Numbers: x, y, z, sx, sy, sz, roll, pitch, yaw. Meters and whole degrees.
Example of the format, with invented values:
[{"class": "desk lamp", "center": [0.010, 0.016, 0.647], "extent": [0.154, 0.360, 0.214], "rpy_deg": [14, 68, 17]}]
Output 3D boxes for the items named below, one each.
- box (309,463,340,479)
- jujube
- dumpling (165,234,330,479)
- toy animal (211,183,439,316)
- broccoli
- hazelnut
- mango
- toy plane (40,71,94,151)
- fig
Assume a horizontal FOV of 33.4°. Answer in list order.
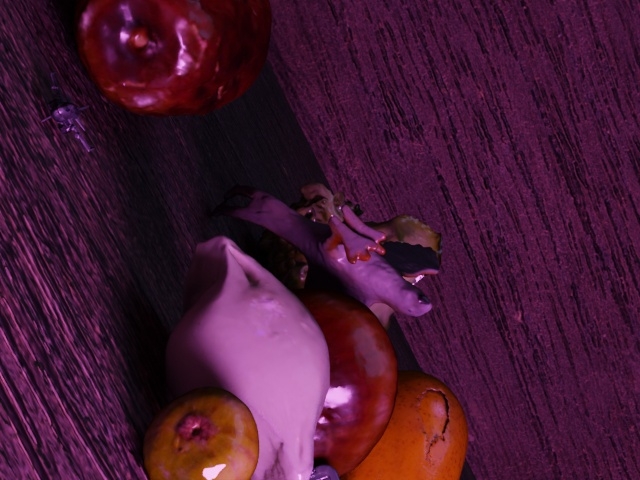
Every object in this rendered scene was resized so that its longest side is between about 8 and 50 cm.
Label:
[{"class": "box", "center": [-0.003, 0.282, 1.070], "extent": [0.054, 0.074, 0.099], "rpy_deg": [74, -5, -68]}, {"class": "jujube", "center": [-0.165, -0.241, 1.186], "extent": [0.223, 0.223, 0.318], "rpy_deg": [63, 12, -14]}, {"class": "dumpling", "center": [-0.068, 0.129, 0.932], "extent": [0.252, 0.131, 0.179], "rpy_deg": [61, -39, 29]}, {"class": "toy animal", "center": [0.005, -0.003, 1.268], "extent": [0.284, 0.225, 0.302], "rpy_deg": [38, -15, 1]}, {"class": "broccoli", "center": [0.044, 0.052, 1.486], "extent": [0.288, 0.245, 0.248], "rpy_deg": [53, 27, 0]}, {"class": "hazelnut", "center": [-0.006, 0.156, 1.133], "extent": [0.178, 0.178, 0.204], "rpy_deg": [-83, 174, -76]}, {"class": "mango", "center": [0.087, 0.267, 1.249], "extent": [0.160, 0.191, 0.290], "rpy_deg": [24, 41, 0]}, {"class": "toy plane", "center": [-0.229, -0.115, 0.961], "extent": [0.078, 0.031, 0.083], "rpy_deg": [63, 7, -7]}, {"class": "fig", "center": [-0.101, 0.179, 0.830], "extent": [0.166, 0.093, 0.093], "rpy_deg": [117, -42, -51]}]
